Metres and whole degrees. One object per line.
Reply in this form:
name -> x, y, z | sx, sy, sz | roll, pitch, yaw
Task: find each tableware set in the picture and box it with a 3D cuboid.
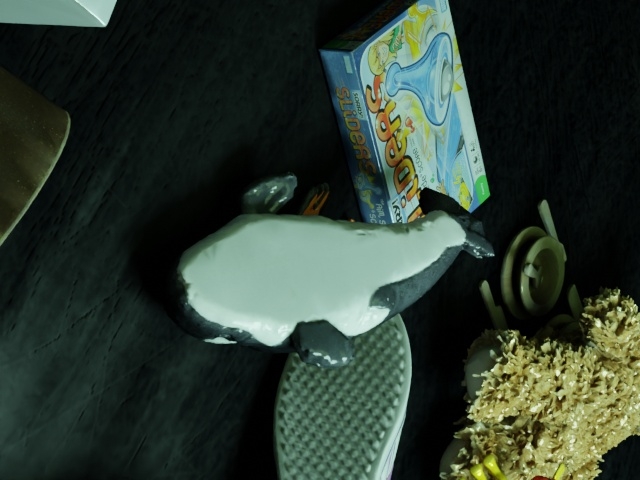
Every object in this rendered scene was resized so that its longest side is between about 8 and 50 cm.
tableware set -> 0.220, 0.072, 1.738 | 0.128, 0.039, 0.194 | -51, 132, -34

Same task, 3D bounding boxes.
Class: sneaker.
sneaker -> 0.016, 0.191, 1.475 | 0.161, 0.102, 0.282 | 70, 28, -68

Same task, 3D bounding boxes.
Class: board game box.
board game box -> 0.072, -0.093, 1.524 | 0.136, 0.035, 0.201 | -41, 127, -40

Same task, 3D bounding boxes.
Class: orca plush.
orca plush -> -0.011, 0.025, 1.412 | 0.287, 0.102, 0.151 | -31, 85, -41

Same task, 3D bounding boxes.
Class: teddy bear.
teddy bear -> 0.238, 0.150, 1.684 | 0.338, 0.113, 0.245 | 15, 99, -48

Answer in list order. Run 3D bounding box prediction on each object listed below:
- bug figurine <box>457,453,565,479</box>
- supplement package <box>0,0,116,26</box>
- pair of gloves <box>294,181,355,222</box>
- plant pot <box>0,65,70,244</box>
bug figurine -> 0.169, 0.322, 1.632 | 0.216, 0.072, 0.279 | -40, 132, -8
supplement package -> -0.213, -0.203, 0.971 | 0.134, 0.244, 0.139 | 38, 67, -48
pair of gloves -> 0.000, 0.000, 1.469 | 0.074, 0.010, 0.083 | -62, 141, -24
plant pot -> -0.286, -0.062, 0.949 | 0.230, 0.215, 0.215 | 43, 60, -20
